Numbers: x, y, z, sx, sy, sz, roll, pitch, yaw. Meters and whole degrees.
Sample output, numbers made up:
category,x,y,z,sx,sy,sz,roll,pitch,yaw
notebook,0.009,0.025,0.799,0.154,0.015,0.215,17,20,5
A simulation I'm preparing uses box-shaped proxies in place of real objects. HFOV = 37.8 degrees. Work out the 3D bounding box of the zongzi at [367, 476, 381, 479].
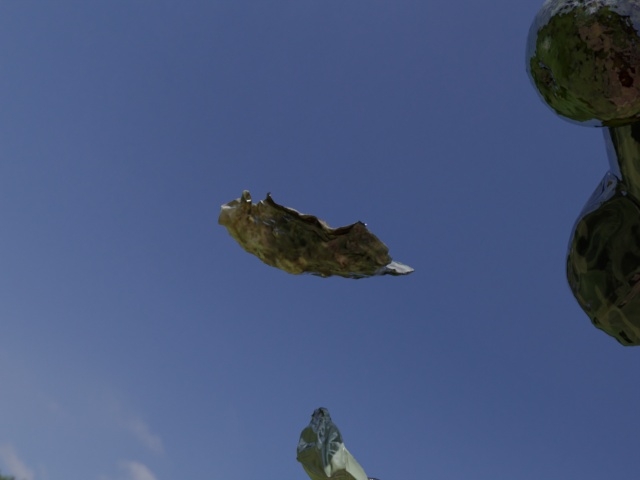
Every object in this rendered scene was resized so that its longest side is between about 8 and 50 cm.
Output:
category,x,y,z,sx,sy,sz,roll,pitch,yaw
zongzi,0.084,0.692,1.958,0.317,0.154,0.289,53,-49,21

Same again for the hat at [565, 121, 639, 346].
category,x,y,z,sx,sy,sz,roll,pitch,yaw
hat,0.450,-0.061,1.460,0.257,0.366,0.381,-34,-76,13

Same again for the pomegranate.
category,x,y,z,sx,sy,sz,roll,pitch,yaw
pomegranate,0.398,-0.257,1.222,0.214,0.248,0.214,155,-90,-85

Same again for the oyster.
category,x,y,z,sx,sy,sz,roll,pitch,yaw
oyster,-0.003,0.010,1.518,0.275,0.100,0.271,36,-29,-32

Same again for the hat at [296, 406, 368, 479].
category,x,y,z,sx,sy,sz,roll,pitch,yaw
hat,0.025,0.362,1.504,0.166,0.081,0.122,52,5,-6
